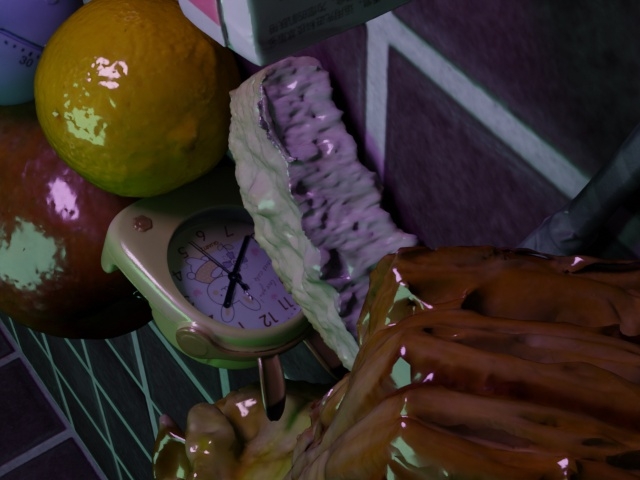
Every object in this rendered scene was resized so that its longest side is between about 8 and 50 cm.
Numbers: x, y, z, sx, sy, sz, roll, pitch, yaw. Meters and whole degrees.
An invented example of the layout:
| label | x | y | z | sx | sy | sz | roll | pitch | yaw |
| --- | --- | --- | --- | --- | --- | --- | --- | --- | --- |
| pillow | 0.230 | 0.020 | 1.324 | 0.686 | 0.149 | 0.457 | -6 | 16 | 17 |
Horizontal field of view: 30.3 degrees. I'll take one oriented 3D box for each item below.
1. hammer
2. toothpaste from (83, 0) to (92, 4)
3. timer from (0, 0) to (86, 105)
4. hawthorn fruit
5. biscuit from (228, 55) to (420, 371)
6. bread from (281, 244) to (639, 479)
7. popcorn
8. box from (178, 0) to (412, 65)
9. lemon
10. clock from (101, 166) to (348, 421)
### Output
| label | x | y | z | sx | sy | sz | roll | pitch | yaw |
| --- | --- | --- | --- | --- | --- | --- | --- | --- | --- |
| hammer | 0.148 | -0.025 | 0.666 | 0.152 | 0.044 | 0.427 | 56 | 159 | 12 |
| toothpaste | -0.340 | -0.328 | 1.368 | 0.266 | 0.061 | 0.096 | 46 | 153 | 20 |
| timer | -0.264 | -0.239 | 1.108 | 0.175 | 0.255 | 0.175 | 42 | 169 | 10 |
| hawthorn fruit | -0.234 | -0.024 | 1.216 | 0.301 | 0.268 | 0.267 | 39 | 150 | 28 |
| biscuit | 0.000 | 0.000 | 0.958 | 0.281 | 0.084 | 0.179 | 63 | 158 | -5 |
| bread | 0.127 | 0.113 | 0.641 | 0.324 | 0.277 | 0.167 | 108 | 174 | -69 |
| popcorn | -0.027 | 0.240 | 1.099 | 0.270 | 0.224 | 0.258 | 24 | -179 | 30 |
| box | 0.025 | -0.181 | 0.530 | 0.081 | 0.199 | 0.135 | 43 | 150 | 44 |
| lemon | -0.161 | -0.129 | 1.033 | 0.203 | 0.178 | 0.178 | 39 | 149 | 44 |
| clock | -0.074 | 0.048 | 1.062 | 0.232 | 0.170 | 0.069 | 51 | 142 | 18 |
